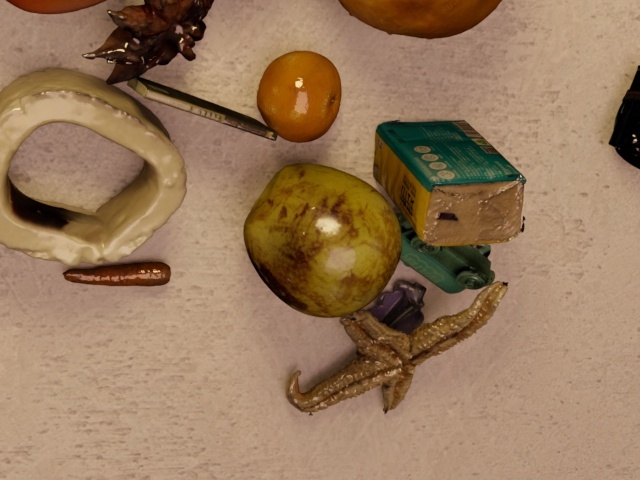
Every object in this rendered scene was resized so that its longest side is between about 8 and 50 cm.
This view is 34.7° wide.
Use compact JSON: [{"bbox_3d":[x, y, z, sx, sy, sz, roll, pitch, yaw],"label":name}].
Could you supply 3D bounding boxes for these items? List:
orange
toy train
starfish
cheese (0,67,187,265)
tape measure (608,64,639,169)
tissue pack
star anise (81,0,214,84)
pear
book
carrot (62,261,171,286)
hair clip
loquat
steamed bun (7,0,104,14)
[{"bbox_3d":[-0.039,-0.245,1.735,0.136,0.159,0.158,13,115,20],"label":"orange"},{"bbox_3d":[0.218,0.024,1.952,0.248,0.159,0.101,35,55,-28],"label":"toy train"},{"bbox_3d":[0.127,0.202,1.969,0.324,0.082,0.432,10,138,-28],"label":"starfish"},{"bbox_3d":[-0.396,-0.111,1.674,0.332,0.153,0.292,21,106,-24],"label":"cheese"},{"bbox_3d":[0.674,-0.223,1.976,0.223,0.135,0.202,13,101,-28],"label":"tape measure"},{"bbox_3d":[0.221,-0.105,1.810,0.192,0.271,0.134,-5,119,-15],"label":"tissue pack"},{"bbox_3d":[-0.238,-0.323,1.585,0.102,0.272,0.272,45,96,10],"label":"star anise"},{"bbox_3d":[0.000,0.000,1.785,0.284,0.283,0.283,-7,116,-15],"label":"pear"},{"bbox_3d":[-0.196,-0.217,1.684,0.228,0.160,0.024,17,99,-24],"label":"book"},{"bbox_3d":[-0.363,0.060,1.828,0.191,0.047,0.047,0,114,-14],"label":"carrot"},{"bbox_3d":[0.146,0.167,2.039,0.124,0.052,0.195,34,106,-22],"label":"hair clip"},{"bbox_3d":[0.159,-0.469,1.592,0.329,0.328,0.328,-7,116,-15],"label":"loquat"},{"bbox_3d":[-0.333,-0.509,1.457,0.248,0.235,0.379,12,109,-19],"label":"steamed bun"}]
